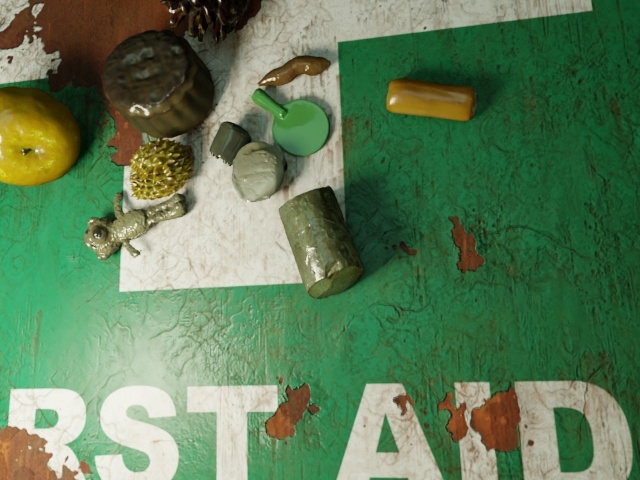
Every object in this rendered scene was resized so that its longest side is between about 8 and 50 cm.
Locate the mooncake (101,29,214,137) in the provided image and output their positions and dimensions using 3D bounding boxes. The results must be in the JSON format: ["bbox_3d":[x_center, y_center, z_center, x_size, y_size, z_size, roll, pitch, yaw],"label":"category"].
[{"bbox_3d":[-0.458,-0.446,1.308,0.290,0.161,0.291,-2,76,7],"label":"mooncake"}]

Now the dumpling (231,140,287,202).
[{"bbox_3d":[-0.171,-0.184,1.263,0.150,0.092,0.177,36,88,6],"label":"dumpling"}]

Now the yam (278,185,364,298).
[{"bbox_3d":[0.000,0.000,1.178,0.161,0.161,0.268,-21,76,5],"label":"yam"}]

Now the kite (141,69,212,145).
[{"bbox_3d":[-0.451,-0.399,1.386,0.267,0.013,0.323,34,85,13],"label":"kite"}]

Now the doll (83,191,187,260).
[{"bbox_3d":[-0.519,-0.040,1.305,0.285,0.091,0.203,3,85,3],"label":"doll"}]

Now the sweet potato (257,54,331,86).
[{"bbox_3d":[-0.078,-0.483,1.321,0.218,0.051,0.065,-14,81,6],"label":"sweet potato"}]

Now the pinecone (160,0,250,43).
[{"bbox_3d":[-0.309,-0.696,1.268,0.242,0.298,0.296,36,86,-10],"label":"pinecone"}]

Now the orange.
[{"bbox_3d":[-0.823,-0.291,1.305,0.279,0.279,0.235,-44,48,0],"label":"orange"}]

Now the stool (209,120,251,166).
[{"bbox_3d":[-0.252,-0.268,1.293,0.096,0.096,0.110,29,91,12],"label":"stool"}]

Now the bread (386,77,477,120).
[{"bbox_3d":[0.295,-0.377,1.234,0.239,0.074,0.093,10,77,10],"label":"bread"}]

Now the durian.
[{"bbox_3d":[-0.445,-0.197,1.301,0.182,0.132,0.165,-4,99,-14],"label":"durian"}]

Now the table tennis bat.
[{"bbox_3d":[-0.089,-0.343,1.310,0.257,0.039,0.160,38,89,8],"label":"table tennis bat"}]
